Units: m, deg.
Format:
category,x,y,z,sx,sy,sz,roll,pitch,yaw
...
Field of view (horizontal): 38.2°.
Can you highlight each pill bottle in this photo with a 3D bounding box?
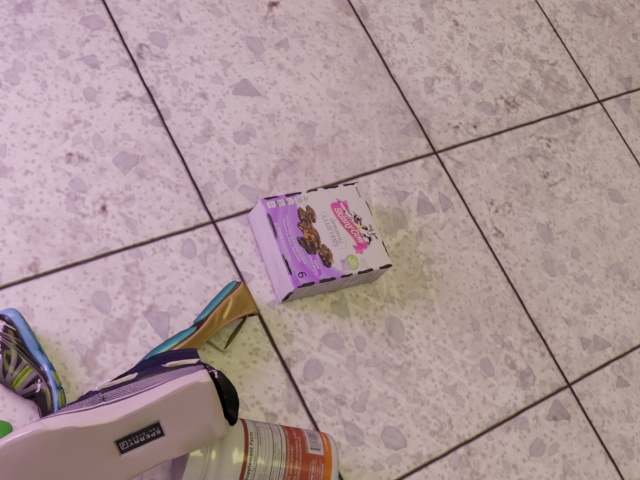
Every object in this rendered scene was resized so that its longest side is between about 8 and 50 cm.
category,x,y,z,sx,sy,sz,roll,pitch,yaw
pill bottle,-0.093,0.315,1.300,0.216,0.121,0.121,13,60,-19

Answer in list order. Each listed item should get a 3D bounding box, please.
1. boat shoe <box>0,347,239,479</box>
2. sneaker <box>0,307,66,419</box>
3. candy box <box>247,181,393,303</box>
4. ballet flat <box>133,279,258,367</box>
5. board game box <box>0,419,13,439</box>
category,x,y,z,sx,sy,sz,roll,pitch,yaw
boat shoe,-0.281,0.246,1.215,0.340,0.158,0.127,-16,105,-13
sneaker,-0.404,0.184,1.259,0.078,0.067,0.188,-30,81,-13
candy box,0.000,0.000,1.541,0.196,0.070,0.165,-12,71,-30
ballet flat,-0.175,0.148,1.377,0.232,0.080,0.073,-42,101,-35
board game box,-0.534,0.257,1.165,0.259,0.039,0.124,18,59,-14
